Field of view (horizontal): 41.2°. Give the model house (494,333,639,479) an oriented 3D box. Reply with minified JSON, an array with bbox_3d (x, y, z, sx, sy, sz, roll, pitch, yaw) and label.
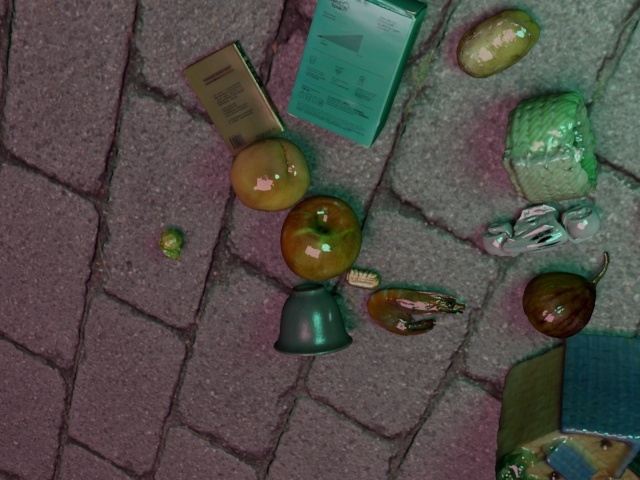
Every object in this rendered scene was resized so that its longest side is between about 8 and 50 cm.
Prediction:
[{"bbox_3d":[0.635,0.444,1.878,0.382,0.335,0.342,43,128,-17],"label":"model house"}]

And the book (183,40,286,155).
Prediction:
[{"bbox_3d":[-0.198,-0.324,1.963,0.161,0.026,0.231,-20,109,30],"label":"book"}]

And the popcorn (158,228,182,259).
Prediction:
[{"bbox_3d":[-0.388,0.010,2.208,0.068,0.059,0.083,151,111,-67],"label":"popcorn"}]

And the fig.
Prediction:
[{"bbox_3d":[0.535,0.135,1.853,0.202,0.148,0.149,-11,156,-6],"label":"fig"}]

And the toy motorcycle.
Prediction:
[{"bbox_3d":[0.464,-0.012,1.812,0.254,0.112,0.112,-12,113,27],"label":"toy motorcycle"}]

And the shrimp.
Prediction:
[{"bbox_3d":[0.228,0.171,2.051,0.248,0.068,0.150,-6,128,31],"label":"shrimp"}]

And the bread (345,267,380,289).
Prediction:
[{"bbox_3d":[0.105,0.092,2.071,0.088,0.033,0.049,7,107,14],"label":"bread"}]

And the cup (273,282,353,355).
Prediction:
[{"bbox_3d":[-0.024,0.187,2.110,0.199,0.199,0.150,-1,99,24],"label":"cup"}]

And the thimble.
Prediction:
[{"bbox_3d":[0.445,-0.178,1.656,0.150,0.219,0.219,-8,115,27],"label":"thimble"}]

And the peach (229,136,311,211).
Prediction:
[{"bbox_3d":[-0.109,-0.147,1.931,0.184,0.184,0.184,10,122,17],"label":"peach"}]

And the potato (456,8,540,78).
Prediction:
[{"bbox_3d":[0.343,-0.384,1.665,0.170,0.080,0.107,-32,110,37],"label":"potato"}]

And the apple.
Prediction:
[{"bbox_3d":[0.000,0.000,1.968,0.196,0.196,0.196,10,122,17],"label":"apple"}]

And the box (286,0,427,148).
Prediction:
[{"bbox_3d":[0.073,-0.374,1.762,0.205,0.118,0.311,22,125,7],"label":"box"}]
